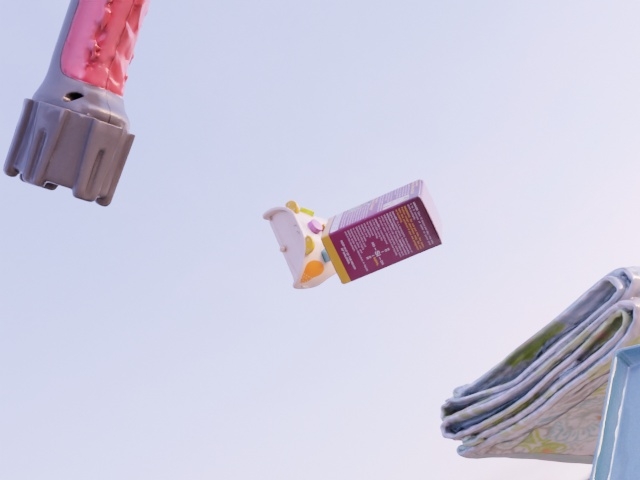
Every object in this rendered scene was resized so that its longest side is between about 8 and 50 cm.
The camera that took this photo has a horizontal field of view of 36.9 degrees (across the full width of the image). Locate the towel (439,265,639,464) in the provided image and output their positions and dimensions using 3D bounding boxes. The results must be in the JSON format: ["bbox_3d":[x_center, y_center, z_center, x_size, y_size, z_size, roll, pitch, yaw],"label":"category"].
[{"bbox_3d":[0.360,0.156,1.080,0.375,0.090,0.320,7,-37,-33],"label":"towel"}]

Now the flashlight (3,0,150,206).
[{"bbox_3d":[-0.138,-0.177,0.693,0.103,0.103,0.304,41,-114,-84],"label":"flashlight"}]

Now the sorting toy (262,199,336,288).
[{"bbox_3d":[0.000,0.000,0.856,0.075,0.083,0.045,7,-44,-40],"label":"sorting toy"}]

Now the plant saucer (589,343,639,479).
[{"bbox_3d":[0.187,0.137,0.552,0.018,0.192,0.067,41,-40,-23],"label":"plant saucer"}]

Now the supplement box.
[{"bbox_3d":[0.048,-0.007,0.734,0.083,0.043,0.055,-23,12,15],"label":"supplement box"}]
